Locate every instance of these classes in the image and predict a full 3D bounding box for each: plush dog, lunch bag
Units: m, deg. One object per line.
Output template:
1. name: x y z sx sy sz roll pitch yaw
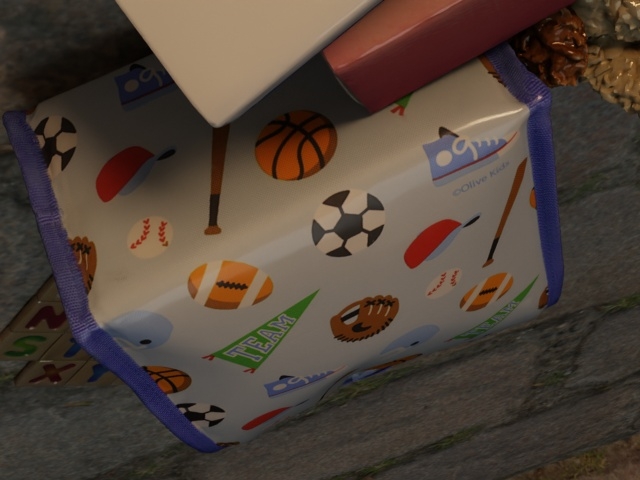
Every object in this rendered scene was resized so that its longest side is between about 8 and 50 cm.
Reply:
1. plush dog: 0.221 -0.184 0.776 0.225 0.211 0.262 33 86 -43
2. lunch bag: 0.000 0.000 0.871 0.328 0.239 0.385 -25 147 2

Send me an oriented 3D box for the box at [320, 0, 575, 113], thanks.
1. box: 0.084 -0.193 0.613 0.232 0.148 0.127 -29 171 8

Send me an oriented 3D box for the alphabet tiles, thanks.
1. alphabet tiles: -0.151 0.062 1.130 0.285 0.011 0.342 6 143 -42

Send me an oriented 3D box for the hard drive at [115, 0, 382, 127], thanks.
1. hard drive: 0.007 -0.224 0.493 0.319 0.210 0.040 -35 -178 27
